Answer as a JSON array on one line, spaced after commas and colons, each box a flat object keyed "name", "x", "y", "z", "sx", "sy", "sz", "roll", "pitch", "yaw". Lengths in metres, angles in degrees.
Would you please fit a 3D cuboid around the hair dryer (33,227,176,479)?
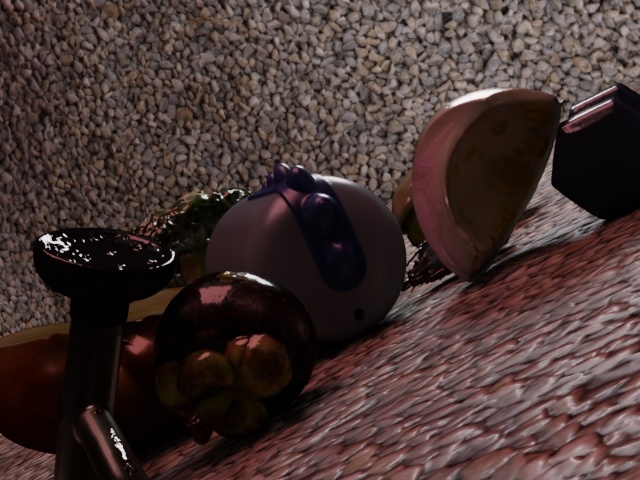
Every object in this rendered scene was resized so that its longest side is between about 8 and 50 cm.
[{"name": "hair dryer", "x": -0.207, "y": 0.164, "z": 1.431, "sx": 0.156, "sy": 0.320, "sz": 0.284, "roll": -4, "pitch": 11, "yaw": -39}]

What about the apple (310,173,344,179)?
[{"name": "apple", "x": 0.000, "y": 0.000, "z": 2.312, "sx": 0.237, "sy": 0.237, "sz": 0.207, "roll": -19, "pitch": 45, "yaw": 65}]

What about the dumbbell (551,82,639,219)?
[{"name": "dumbbell", "x": 0.401, "y": -0.128, "z": 1.808, "sx": 0.160, "sy": 0.144, "sz": 0.325, "roll": -24, "pitch": 5, "yaw": 17}]

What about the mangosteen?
[{"name": "mangosteen", "x": -0.102, "y": 0.144, "z": 1.495, "sx": 0.192, "sy": 0.192, "sz": 0.217, "roll": -25, "pitch": 35, "yaw": 30}]

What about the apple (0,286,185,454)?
[{"name": "apple", "x": -0.297, "y": 0.156, "z": 1.794, "sx": 0.328, "sy": 0.295, "sz": 0.365, "roll": -54, "pitch": 12, "yaw": -9}]

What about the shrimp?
[{"name": "shrimp", "x": 0.181, "y": 0.019, "z": 1.887, "sx": 0.233, "sy": 0.079, "sz": 0.090, "roll": -33, "pitch": 43, "yaw": -15}]

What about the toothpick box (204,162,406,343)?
[{"name": "toothpick box", "x": -0.022, "y": 0.019, "z": 1.856, "sx": 0.263, "sy": 0.263, "sz": 0.355, "roll": -28, "pitch": 5, "yaw": -16}]

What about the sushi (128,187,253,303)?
[{"name": "sushi", "x": -0.213, "y": 0.051, "z": 2.518, "sx": 0.352, "sy": 0.294, "sz": 0.178, "roll": -26, "pitch": 6, "yaw": -30}]

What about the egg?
[{"name": "egg", "x": 0.202, "y": -0.095, "z": 1.772, "sx": 0.271, "sy": 0.162, "sz": 0.206, "roll": -64, "pitch": -17, "yaw": 3}]

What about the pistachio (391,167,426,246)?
[{"name": "pistachio", "x": 0.231, "y": -0.076, "z": 2.184, "sx": 0.288, "sy": 0.166, "sz": 0.197, "roll": -33, "pitch": -17, "yaw": -26}]
